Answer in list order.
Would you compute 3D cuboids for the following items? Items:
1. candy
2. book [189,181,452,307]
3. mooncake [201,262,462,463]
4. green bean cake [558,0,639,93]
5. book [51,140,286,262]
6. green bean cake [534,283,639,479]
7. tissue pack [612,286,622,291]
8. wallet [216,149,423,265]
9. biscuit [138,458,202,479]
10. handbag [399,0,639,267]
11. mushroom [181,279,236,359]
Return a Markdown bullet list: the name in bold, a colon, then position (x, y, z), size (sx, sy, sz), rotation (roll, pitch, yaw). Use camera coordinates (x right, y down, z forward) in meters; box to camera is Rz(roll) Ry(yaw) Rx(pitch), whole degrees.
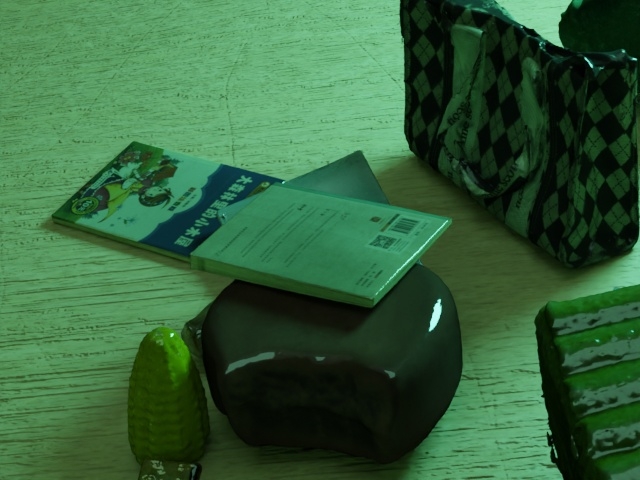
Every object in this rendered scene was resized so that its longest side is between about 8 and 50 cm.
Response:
- **candy**: position (-0.193, 0.193, 1.722), size (0.106, 0.199, 0.094), rotation (-28, 45, -33)
- **book**: position (0.000, 0.000, 1.786), size (0.282, 0.025, 0.215), rotation (13, 38, 32)
- **mooncake**: position (0.022, 0.153, 1.726), size (0.325, 0.174, 0.334), rotation (-15, 36, -9)
- **green bean cake**: position (0.565, -0.315, 2.124), size (0.169, 0.300, 0.308), rotation (-47, 12, -36)
- **book**: position (-0.244, -0.065, 2.199), size (0.322, 0.018, 0.228), rotation (14, 45, 30)
- **green bean cake**: position (0.359, 0.229, 1.419), size (0.218, 0.335, 0.319), rotation (-12, 42, 1)
- **tissue pack**: position (0.405, 0.101, 1.807), size (0.063, 0.035, 0.083), rotation (8, 43, 23)
- **wallet**: position (-0.001, 0.011, 2.002), size (0.251, 0.054, 0.290), rotation (-21, 50, -4)
- **biscuit**: position (-0.191, 0.312, 1.694), size (0.081, 0.018, 0.083), rotation (2, 64, 16)
- **handbag**: position (0.288, -0.192, 1.978), size (0.180, 0.317, 0.416), rotation (-22, 39, -22)
- **mushroom**: position (-0.087, 0.053, 1.898), size (0.096, 0.099, 0.278), rotation (22, 65, 37)
